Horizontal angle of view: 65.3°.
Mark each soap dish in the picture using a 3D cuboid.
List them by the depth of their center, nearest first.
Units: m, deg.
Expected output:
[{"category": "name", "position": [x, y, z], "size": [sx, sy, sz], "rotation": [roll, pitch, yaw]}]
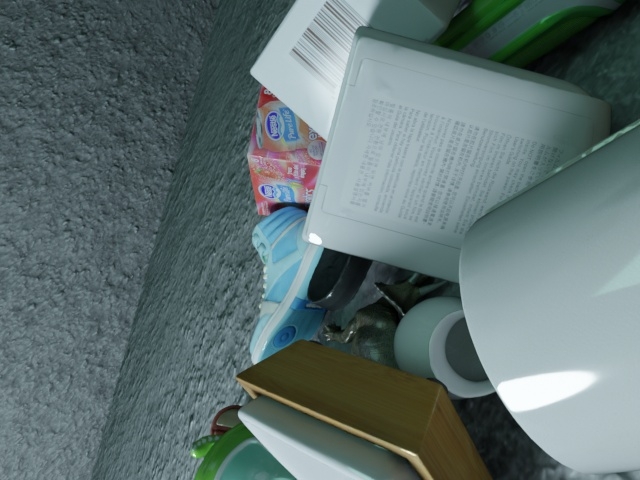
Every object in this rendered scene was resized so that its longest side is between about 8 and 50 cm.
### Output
[{"category": "soap dish", "position": [0.066, 0.241, 0.548], "size": [0.229, 0.290, 0.118], "rotation": [6, 48, 43]}]

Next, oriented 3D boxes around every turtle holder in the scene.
[{"category": "turtle holder", "position": [-0.050, 0.386, 0.768], "size": [0.228, 0.243, 0.320], "rotation": [-18, 18, 37]}]

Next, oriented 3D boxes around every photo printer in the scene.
[{"category": "photo printer", "position": [0.156, -0.078, 0.578], "size": [0.107, 0.308, 0.255], "rotation": [-74, -2, -72]}]

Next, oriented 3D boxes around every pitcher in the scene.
[{"category": "pitcher", "position": [0.183, 0.121, 0.584], "size": [0.207, 0.178, 0.125], "rotation": [108, 154, -78]}]

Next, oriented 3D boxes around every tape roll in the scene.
[{"category": "tape roll", "position": [0.256, 0.046, 0.397], "size": [0.169, 0.246, 0.246], "rotation": [-38, 44, 44]}]

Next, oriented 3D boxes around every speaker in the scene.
[{"category": "speaker", "position": [0.261, -0.295, 0.690], "size": [0.297, 0.131, 0.131], "rotation": [-29, 51, 50]}]

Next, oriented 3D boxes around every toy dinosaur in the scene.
[{"category": "toy dinosaur", "position": [0.081, 0.180, 0.736], "size": [0.160, 0.121, 0.313], "rotation": [144, 140, -64]}]

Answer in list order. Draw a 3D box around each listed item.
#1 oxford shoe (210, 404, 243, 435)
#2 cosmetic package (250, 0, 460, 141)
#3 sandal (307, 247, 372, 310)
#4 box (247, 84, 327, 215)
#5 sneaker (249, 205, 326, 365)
[{"category": "oxford shoe", "position": [-0.167, 0.517, 0.995], "size": [0.130, 0.123, 0.348], "rotation": [109, 163, -63]}, {"category": "cosmetic package", "position": [0.096, -0.367, 0.778], "size": [0.230, 0.161, 0.453], "rotation": [-40, 15, 42]}, {"category": "sandal", "position": [0.071, -0.103, 0.838], "size": [0.168, 0.107, 0.445], "rotation": [-22, 41, 63]}, {"category": "box", "position": [-0.051, -0.157, 0.980], "size": [0.300, 0.142, 0.154], "rotation": [101, 178, -74]}, {"category": "sneaker", "position": [-0.081, 0.079, 0.998], "size": [0.208, 0.127, 0.319], "rotation": [34, 94, 38]}]
